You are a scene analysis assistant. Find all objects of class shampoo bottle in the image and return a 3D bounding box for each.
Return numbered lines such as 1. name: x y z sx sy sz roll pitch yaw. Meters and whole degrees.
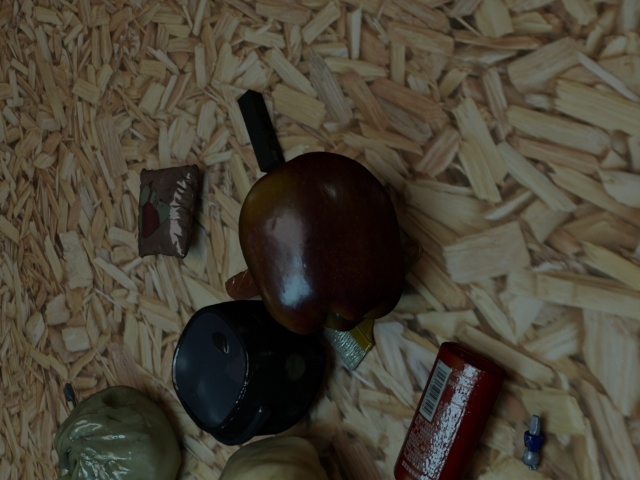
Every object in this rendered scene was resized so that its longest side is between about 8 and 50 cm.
1. shampoo bottle: 0.190 0.322 1.114 0.118 0.076 0.314 28 104 41

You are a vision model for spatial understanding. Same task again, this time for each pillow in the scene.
1. pillow: -0.376 -0.070 1.694 0.223 0.084 0.236 -4 80 45

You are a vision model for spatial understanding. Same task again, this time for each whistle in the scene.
1. whistle: 0.312 0.298 1.036 0.033 0.029 0.083 18 105 59

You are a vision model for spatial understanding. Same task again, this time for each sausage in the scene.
1. sausage: -0.141 0.083 1.466 0.169 0.065 0.065 -28 66 38

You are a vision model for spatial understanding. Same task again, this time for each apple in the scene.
1. apple: 0.000 0.000 1.200 0.288 0.288 0.317 -30 67 37

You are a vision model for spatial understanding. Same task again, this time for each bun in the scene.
1. bun: -0.498 0.515 1.640 0.362 0.234 0.326 13 98 41

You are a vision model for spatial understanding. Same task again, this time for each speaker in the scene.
1. speaker: -0.128 -0.235 1.509 0.046 0.040 0.191 -37 61 34

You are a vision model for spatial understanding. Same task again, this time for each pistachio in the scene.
1. pistachio: -0.066 0.470 1.241 0.238 0.229 0.321 -51 26 -21

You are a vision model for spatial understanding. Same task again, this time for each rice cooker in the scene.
1. rice cooker: -0.133 0.243 1.331 0.267 0.224 0.267 -6 81 41

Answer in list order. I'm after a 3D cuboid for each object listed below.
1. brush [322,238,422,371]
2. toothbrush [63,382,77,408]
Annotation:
1. brush: 0.101 0.107 1.269 0.103 0.013 0.272 50 117 35
2. toothbrush: -0.654 0.522 1.928 0.321 0.023 0.031 53 126 35
